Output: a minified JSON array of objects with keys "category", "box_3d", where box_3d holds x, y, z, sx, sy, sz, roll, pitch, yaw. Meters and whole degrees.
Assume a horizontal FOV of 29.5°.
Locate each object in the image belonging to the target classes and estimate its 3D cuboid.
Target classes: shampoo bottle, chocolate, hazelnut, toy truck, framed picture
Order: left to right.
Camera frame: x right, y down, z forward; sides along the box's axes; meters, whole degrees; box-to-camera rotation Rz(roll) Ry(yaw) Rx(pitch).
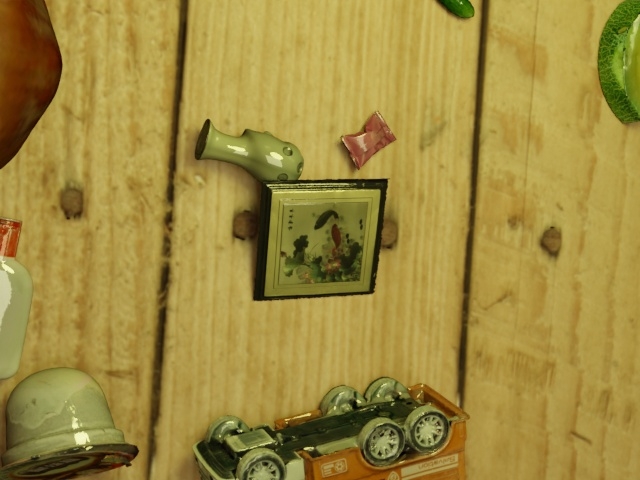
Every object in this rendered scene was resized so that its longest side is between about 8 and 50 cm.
[{"category":"hazelnut","box_3d":[-0.502,-0.234,1.509,0.366,0.366,0.366,-1,94,-18]},{"category":"shampoo bottle","box_3d":[-0.451,0.077,1.671,0.108,0.051,0.221,11,91,-16]},{"category":"chocolate","box_3d":[-0.352,0.250,1.667,0.221,0.221,0.147,1,68,-18]},{"category":"framed picture","box_3d":[0.000,0.000,1.800,0.199,0.010,0.195,-2,113,-18]},{"category":"toy truck","box_3d":[0.019,0.346,1.779,0.387,0.173,0.207,-11,106,-19]}]

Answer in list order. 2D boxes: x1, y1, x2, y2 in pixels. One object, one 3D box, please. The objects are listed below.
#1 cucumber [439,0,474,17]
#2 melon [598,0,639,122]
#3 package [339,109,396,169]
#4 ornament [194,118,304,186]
[{"category":"cucumber","box_3d":[0.180,-0.394,1.853,0.155,0.037,0.037,46,80,-15]},{"category":"melon","box_3d":[0.512,-0.295,1.954,0.118,0.064,0.209,-9,99,-22]},{"category":"package","box_3d":[0.072,-0.153,1.837,0.083,0.029,0.059,-38,107,-21]},{"category":"ornament","box_3d":[-0.099,-0.127,1.761,0.156,0.075,0.081,15,68,-17]}]
